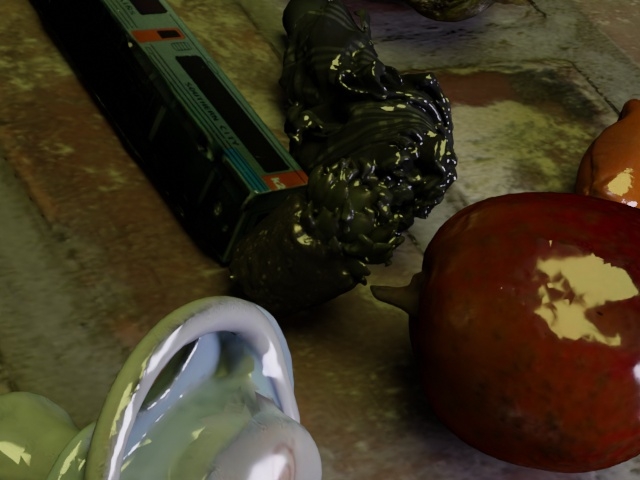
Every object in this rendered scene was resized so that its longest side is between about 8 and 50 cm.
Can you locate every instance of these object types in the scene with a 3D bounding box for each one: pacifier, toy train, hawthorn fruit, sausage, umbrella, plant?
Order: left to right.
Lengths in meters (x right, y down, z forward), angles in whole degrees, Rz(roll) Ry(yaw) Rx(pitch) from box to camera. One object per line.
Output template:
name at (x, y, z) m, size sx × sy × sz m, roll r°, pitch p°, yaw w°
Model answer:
pacifier at (-0.129, 0.140, 0.780) m, size 0.226 × 0.238 × 0.287 m, roll 8°, pitch 36°, yaw 25°
toy train at (-0.149, -0.153, 1.149) m, size 0.089 × 0.086 × 0.409 m, roll -13°, pitch 53°, yaw -37°
plant at (0.000, 0.000, 1.010) m, size 0.092 × 0.143 × 0.094 m, roll 50°, pitch 16°, yaw -16°
umbrella at (0.033, -0.144, 1.189) m, size 0.128 × 0.154 × 0.336 m, roll 48°, pitch 24°, yaw -40°
hawthorn fruit at (0.160, 0.065, 0.986) m, size 0.250 × 0.215 × 0.215 m, roll 15°, pitch 41°, yaw -1°
sausage at (0.307, -0.076, 1.304) m, size 0.089 × 0.089 × 0.179 m, roll 29°, pitch 45°, yaw 5°

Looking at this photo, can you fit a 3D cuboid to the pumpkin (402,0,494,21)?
pumpkin at (0.101, -0.342, 1.418) m, size 0.260 × 0.189 × 0.260 m, roll 33°, pitch 22°, yaw -15°

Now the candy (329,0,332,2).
candy at (-0.018, -0.338, 1.448) m, size 0.094 × 0.051 × 0.226 m, roll 23°, pitch 41°, yaw -20°
